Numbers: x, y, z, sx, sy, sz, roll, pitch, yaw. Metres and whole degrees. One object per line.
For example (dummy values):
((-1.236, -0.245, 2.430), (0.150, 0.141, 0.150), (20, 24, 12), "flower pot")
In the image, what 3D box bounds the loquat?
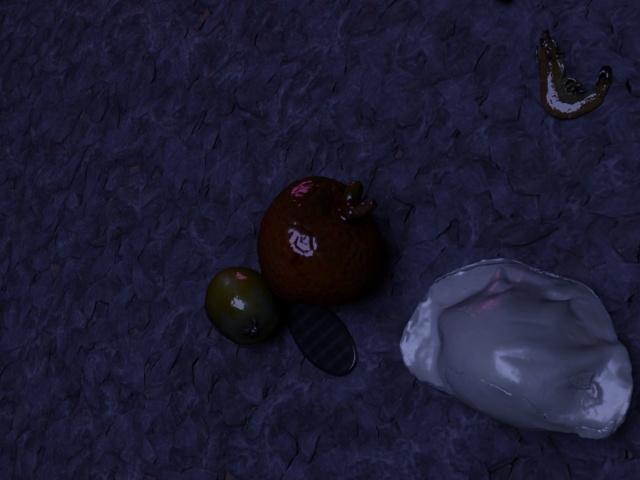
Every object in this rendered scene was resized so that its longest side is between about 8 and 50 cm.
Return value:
((-0.160, 0.125, 1.512), (0.152, 0.152, 0.195), (-53, 40, 9), "loquat")

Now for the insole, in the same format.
((-0.029, 0.147, 1.506), (0.110, 0.012, 0.309), (-45, 58, 15), "insole")

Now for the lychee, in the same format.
((0.000, 0.000, 1.391), (0.255, 0.255, 0.300), (60, 141, 30), "lychee")

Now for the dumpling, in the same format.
((0.314, 0.158, 1.191), (0.341, 0.181, 0.260), (5, 68, 56), "dumpling")

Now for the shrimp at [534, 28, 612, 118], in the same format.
((0.442, -0.302, 1.325), (0.124, 0.034, 0.178), (-9, 73, 27), "shrimp")
